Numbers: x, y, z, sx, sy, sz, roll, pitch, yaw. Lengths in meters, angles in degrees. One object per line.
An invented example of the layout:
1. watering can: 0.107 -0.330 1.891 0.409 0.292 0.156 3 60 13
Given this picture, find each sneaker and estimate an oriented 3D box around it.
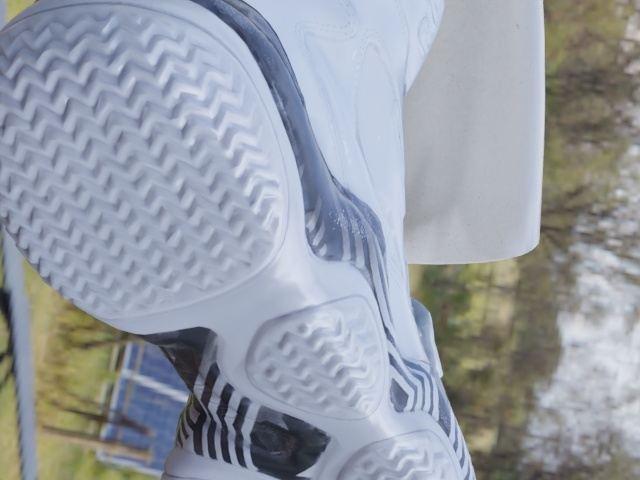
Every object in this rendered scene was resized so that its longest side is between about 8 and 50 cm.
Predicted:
1. sneaker: 0.000 0.000 0.571 0.210 0.137 0.366 -72 149 -41

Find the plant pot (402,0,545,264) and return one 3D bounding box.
1. plant pot: 0.016 -0.153 0.733 0.256 0.256 0.274 -51 150 -74
